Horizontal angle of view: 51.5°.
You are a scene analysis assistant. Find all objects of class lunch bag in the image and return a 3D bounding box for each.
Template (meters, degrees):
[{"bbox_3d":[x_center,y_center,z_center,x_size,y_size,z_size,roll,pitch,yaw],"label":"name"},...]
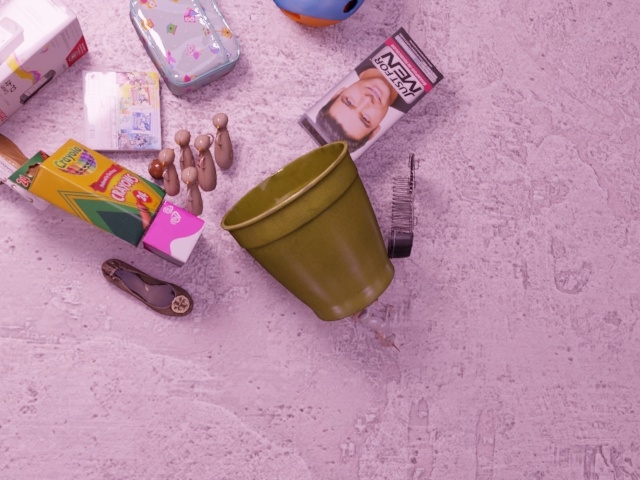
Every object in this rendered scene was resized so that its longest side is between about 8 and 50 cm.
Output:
[{"bbox_3d":[-0.346,-0.538,1.704,0.224,0.108,0.279,-29,94,-14],"label":"lunch bag"}]

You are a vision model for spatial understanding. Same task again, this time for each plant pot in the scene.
[{"bbox_3d":[0.000,0.000,1.658,0.366,0.366,0.353,-37,107,-14],"label":"plant pot"}]

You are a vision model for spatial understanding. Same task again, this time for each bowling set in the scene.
[{"bbox_3d":[-0.345,-0.199,1.631,0.200,0.287,0.154,6,129,8],"label":"bowling set"}]

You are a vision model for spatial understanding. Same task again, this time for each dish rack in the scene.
[{"bbox_3d":[0.221,-0.092,1.776,0.074,0.208,0.271,3,78,5],"label":"dish rack"}]

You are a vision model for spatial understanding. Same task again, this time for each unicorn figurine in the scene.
[{"bbox_3d":[0.160,0.222,1.816,0.162,0.060,0.111,22,81,4],"label":"unicorn figurine"}]

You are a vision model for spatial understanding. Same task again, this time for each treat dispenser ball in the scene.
[{"bbox_3d":[-0.005,-0.701,1.710,0.288,0.288,0.288,1,86,-14],"label":"treat dispenser ball"}]

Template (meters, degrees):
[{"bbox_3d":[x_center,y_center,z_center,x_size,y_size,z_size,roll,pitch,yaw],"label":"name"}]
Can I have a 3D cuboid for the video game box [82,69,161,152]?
[{"bbox_3d":[-0.502,-0.326,1.682,0.187,0.048,0.205,-2,87,-12],"label":"video game box"}]

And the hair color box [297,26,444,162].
[{"bbox_3d":[0.138,-0.386,1.816,0.374,0.113,0.185,-44,97,-12],"label":"hair color box"}]

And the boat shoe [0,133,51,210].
[{"bbox_3d":[-0.754,-0.173,1.584,0.277,0.098,0.096,38,110,2],"label":"boat shoe"}]

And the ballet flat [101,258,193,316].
[{"bbox_3d":[-0.434,0.119,1.664,0.250,0.058,0.084,31,80,-10],"label":"ballet flat"}]

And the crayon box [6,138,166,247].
[{"bbox_3d":[-0.540,-0.128,1.570,0.318,0.202,0.081,29,114,-14],"label":"crayon box"}]

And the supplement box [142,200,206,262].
[{"bbox_3d":[-0.356,-0.011,1.609,0.111,0.220,0.114,29,80,-11],"label":"supplement box"}]

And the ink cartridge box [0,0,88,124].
[{"bbox_3d":[-0.707,-0.428,1.545,0.131,0.226,0.306,44,79,-7],"label":"ink cartridge box"}]
